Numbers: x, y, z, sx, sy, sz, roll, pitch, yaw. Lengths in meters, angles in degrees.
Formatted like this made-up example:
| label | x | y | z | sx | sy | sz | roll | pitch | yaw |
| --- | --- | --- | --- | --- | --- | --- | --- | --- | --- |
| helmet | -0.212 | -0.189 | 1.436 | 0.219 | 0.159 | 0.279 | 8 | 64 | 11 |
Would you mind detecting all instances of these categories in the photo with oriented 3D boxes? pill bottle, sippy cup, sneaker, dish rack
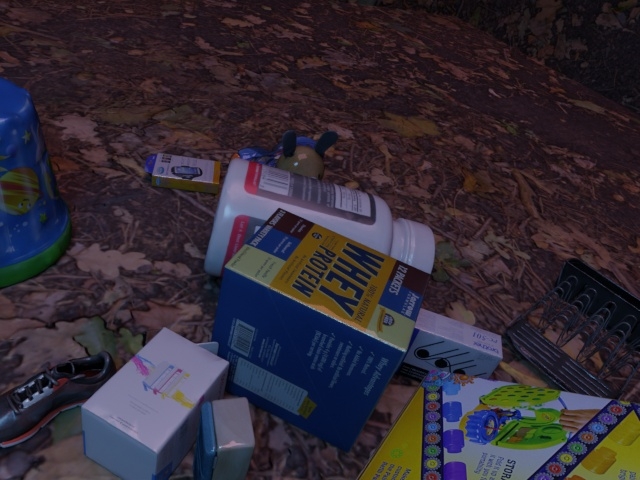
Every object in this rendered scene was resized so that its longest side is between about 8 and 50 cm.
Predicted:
| label | x | y | z | sx | sy | sz | roll | pitch | yaw |
| --- | --- | --- | --- | --- | --- | --- | --- | --- | --- |
| pill bottle | 0.000 | 0.000 | 0.759 | 0.319 | 0.176 | 0.176 | 14 | 37 | -11 |
| sippy cup | -0.459 | -0.090 | 0.658 | 0.305 | 0.224 | 0.240 | 37 | 41 | 24 |
| sneaker | -0.077 | -0.146 | 1.020 | 0.221 | 0.083 | 0.087 | -23 | 65 | -34 |
| sneaker | -0.295 | 0.158 | 0.536 | 0.158 | 0.065 | 0.061 | -23 | 52 | -41 |
| dish rack | 0.443 | 0.150 | 0.836 | 0.271 | 0.074 | 0.208 | -22 | 51 | -40 |

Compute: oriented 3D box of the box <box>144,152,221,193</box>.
| label | x | y | z | sx | sy | sz | roll | pitch | yaw |
| --- | --- | --- | --- | --- | --- | --- | --- | --- | --- |
| box | -0.259 | -0.128 | 0.952 | 0.136 | 0.028 | 0.081 | 5 | 38 | -12 |

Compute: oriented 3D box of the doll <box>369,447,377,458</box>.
| label | x | y | z | sx | sy | sz | roll | pitch | yaw |
| --- | --- | --- | --- | --- | --- | --- | --- | --- | --- |
| doll | 0.107 | 0.213 | 0.523 | 0.129 | 0.189 | 0.046 | 1 | 39 | -21 |

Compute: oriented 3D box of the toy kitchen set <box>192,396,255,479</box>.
| label | x | y | z | sx | sy | sz | roll | pitch | yaw |
| --- | --- | --- | --- | --- | --- | --- | --- | --- | --- |
| toy kitchen set | -0.134 | 0.260 | 0.422 | 0.166 | 0.122 | 0.207 | 1 | 39 | -21 |

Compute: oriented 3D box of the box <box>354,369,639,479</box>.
| label | x | y | z | sx | sy | sz | roll | pitch | yaw |
| --- | --- | --- | --- | --- | --- | --- | --- | --- | --- |
| box | 0.186 | 0.270 | 0.315 | 0.279 | 0.290 | 0.177 | 1 | 24 | 37 |

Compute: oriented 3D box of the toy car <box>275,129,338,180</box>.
| label | x | y | z | sx | sy | sz | roll | pitch | yaw |
| --- | --- | --- | --- | --- | --- | --- | --- | --- | --- |
| toy car | -0.030 | -0.105 | 0.877 | 0.155 | 0.188 | 0.149 | -7 | 43 | -29 |

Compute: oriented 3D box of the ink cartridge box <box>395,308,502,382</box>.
| label | x | y | z | sx | sy | sz | roll | pitch | yaw |
| --- | --- | --- | --- | --- | --- | --- | --- | --- | --- |
| ink cartridge box | 0.132 | 0.144 | 0.700 | 0.207 | 0.097 | 0.046 | 19 | 36 | 3 |

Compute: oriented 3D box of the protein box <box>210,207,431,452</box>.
| label | x | y | z | sx | sy | sz | roll | pitch | yaw |
| --- | --- | --- | --- | --- | --- | --- | --- | --- | --- |
| protein box | -0.008 | 0.106 | 0.605 | 0.201 | 0.199 | 0.136 | 24 | 37 | 8 |

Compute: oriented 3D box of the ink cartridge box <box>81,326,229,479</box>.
| label | x | y | z | sx | sy | sz | roll | pitch | yaw |
| --- | --- | --- | --- | --- | --- | --- | --- | --- | --- |
| ink cartridge box | -0.168 | 0.174 | 0.545 | 0.090 | 0.092 | 0.143 | 25 | 37 | 11 |
